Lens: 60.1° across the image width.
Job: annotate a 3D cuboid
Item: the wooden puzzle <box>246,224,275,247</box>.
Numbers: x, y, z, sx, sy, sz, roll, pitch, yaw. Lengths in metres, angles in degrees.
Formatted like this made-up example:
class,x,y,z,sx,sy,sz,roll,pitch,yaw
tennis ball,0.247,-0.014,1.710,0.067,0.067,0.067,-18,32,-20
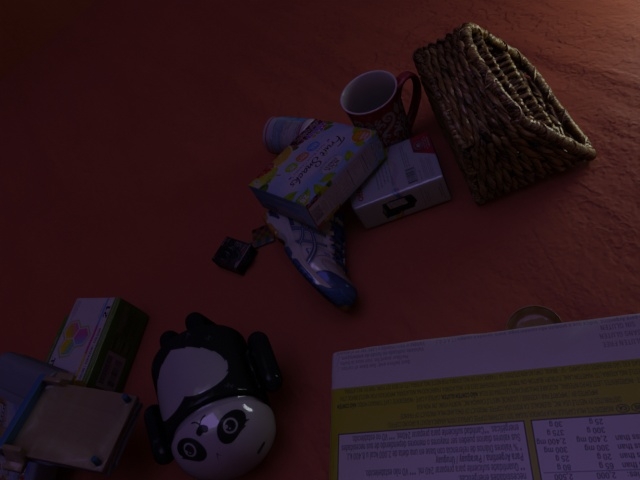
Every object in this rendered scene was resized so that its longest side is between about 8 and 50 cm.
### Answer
class,x,y,z,sx,sy,sz,roll,pitch,yaw
wooden puzzle,-0.120,-0.010,1.172,0.083,0.006,0.049,-21,51,14

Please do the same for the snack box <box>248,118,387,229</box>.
class,x,y,z,sx,sy,sz,roll,pitch,yaw
snack box,-0.006,-0.133,1.051,0.174,0.070,0.207,24,65,44

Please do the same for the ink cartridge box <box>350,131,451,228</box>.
class,x,y,z,sx,sy,sz,roll,pitch,yaw
ink cartridge box,0.145,-0.114,1.060,0.175,0.072,0.128,-20,50,15

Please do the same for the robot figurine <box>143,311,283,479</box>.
class,x,y,z,sx,sy,sz,roll,pitch,yaw
robot figurine,-0.181,0.252,0.911,0.278,0.173,0.209,59,135,41

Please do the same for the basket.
class,x,y,z,sx,sy,sz,roll,pitch,yaw
basket,0.315,-0.258,0.978,0.222,0.213,0.299,-22,51,14

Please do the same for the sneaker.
class,x,y,z,sx,sy,sz,roll,pitch,yaw
sneaker,0.000,0.000,1.033,0.131,0.112,0.296,-37,50,-1

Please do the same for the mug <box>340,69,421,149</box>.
class,x,y,z,sx,sy,sz,roll,pitch,yaw
mug,0.138,-0.237,1.085,0.150,0.169,0.113,-17,52,16

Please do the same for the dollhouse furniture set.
class,x,y,z,sx,sy,sz,roll,pitch,yaw
dollhouse furniture set,-0.364,0.395,0.919,0.286,0.198,0.304,3,49,13

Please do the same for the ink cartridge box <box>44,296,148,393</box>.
class,x,y,z,sx,sy,sz,roll,pitch,yaw
ink cartridge box,-0.514,0.223,1.158,0.255,0.097,0.189,-3,58,25

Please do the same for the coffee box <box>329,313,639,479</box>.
class,x,y,z,sx,sy,sz,roll,pitch,yaw
coffee box,0.218,0.307,0.558,0.338,0.338,0.335,-11,54,19

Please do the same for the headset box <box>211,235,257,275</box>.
class,x,y,z,sx,sy,sz,roll,pitch,yaw
headset box,-0.176,0.033,1.154,0.083,0.032,0.062,17,67,37

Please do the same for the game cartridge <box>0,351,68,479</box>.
class,x,y,z,sx,sy,sz,roll,pitch,yaw
game cartridge,-0.567,0.377,1.042,0.198,0.062,0.298,6,84,35

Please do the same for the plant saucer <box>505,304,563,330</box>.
class,x,y,z,sx,sy,sz,roll,pitch,yaw
plant saucer,0.322,0.138,0.831,0.083,0.015,0.084,-14,52,19

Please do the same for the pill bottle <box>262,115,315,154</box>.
class,x,y,z,sx,sy,sz,roll,pitch,yaw
pill bottle,-0.044,-0.229,1.229,0.160,0.087,0.087,12,65,33
